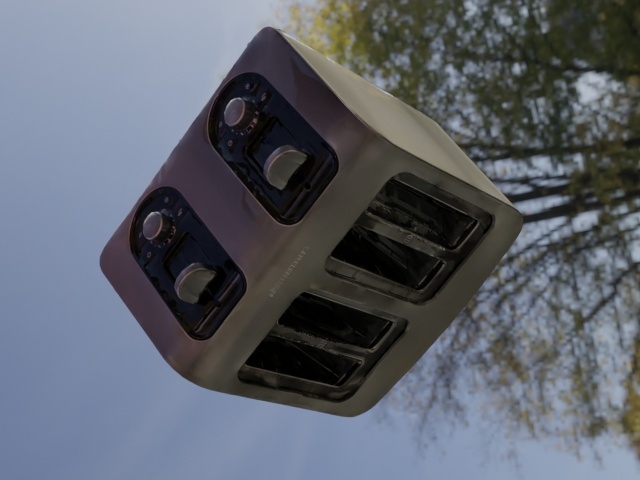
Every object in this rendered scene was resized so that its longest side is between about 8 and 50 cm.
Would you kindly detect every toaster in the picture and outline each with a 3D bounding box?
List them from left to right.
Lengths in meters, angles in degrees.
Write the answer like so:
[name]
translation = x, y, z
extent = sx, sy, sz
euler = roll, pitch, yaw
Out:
[toaster]
translation = 0.000, 0.000, 0.592
extent = 0.186, 0.168, 0.110
euler = 22, -157, -47
